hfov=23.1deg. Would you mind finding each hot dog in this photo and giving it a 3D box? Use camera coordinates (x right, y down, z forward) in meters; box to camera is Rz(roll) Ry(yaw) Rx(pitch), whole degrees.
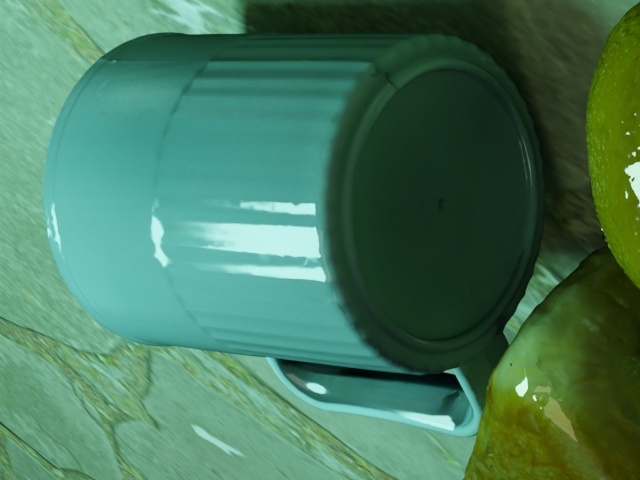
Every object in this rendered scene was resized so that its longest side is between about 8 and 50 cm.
[{"bbox_3d":[0.231,0.202,1.205,0.223,0.185,0.405,36,146,23],"label":"hot dog"}]

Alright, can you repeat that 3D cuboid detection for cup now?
[{"bbox_3d":[-0.015,0.001,1.198,0.311,0.256,0.331,4,103,46],"label":"cup"}]

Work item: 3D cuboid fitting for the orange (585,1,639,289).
[{"bbox_3d":[0.258,-0.046,0.886,0.236,0.236,0.236,31,144,26],"label":"orange"}]
